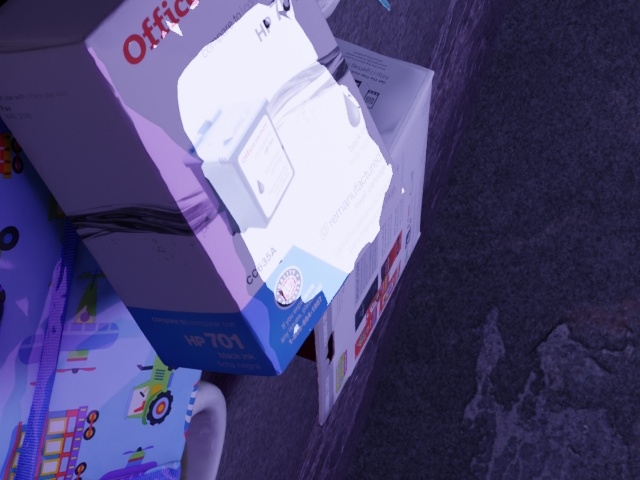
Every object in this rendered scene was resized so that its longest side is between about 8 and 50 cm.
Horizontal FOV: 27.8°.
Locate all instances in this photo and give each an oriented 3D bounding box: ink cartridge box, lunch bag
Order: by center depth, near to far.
[{"bbox_3d":[-0.053,-0.052,0.606,0.140,0.082,0.191,-55,133,-35],"label":"ink cartridge box"},{"bbox_3d":[-0.179,0.029,0.636,0.293,0.138,0.221,-11,119,-61],"label":"lunch bag"},{"bbox_3d":[0.000,0.000,1.302,0.309,0.130,0.272,88,26,-59],"label":"ink cartridge box"}]

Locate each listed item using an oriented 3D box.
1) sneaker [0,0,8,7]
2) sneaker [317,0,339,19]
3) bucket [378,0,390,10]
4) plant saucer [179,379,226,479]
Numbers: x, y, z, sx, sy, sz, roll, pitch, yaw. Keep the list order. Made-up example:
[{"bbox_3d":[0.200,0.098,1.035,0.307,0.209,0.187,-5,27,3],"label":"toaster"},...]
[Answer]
[{"bbox_3d":[-0.112,-0.187,0.627,0.118,0.083,0.222,-30,136,-64],"label":"sneaker"},{"bbox_3d":[-0.049,-0.155,0.877,0.305,0.114,0.152,-44,167,-51],"label":"sneaker"},{"bbox_3d":[0.047,-0.299,0.751,0.281,0.183,0.281,-54,180,0],"label":"bucket"},{"bbox_3d":[-0.193,0.268,0.902,0.400,0.100,0.401,24,90,-81],"label":"plant saucer"}]
